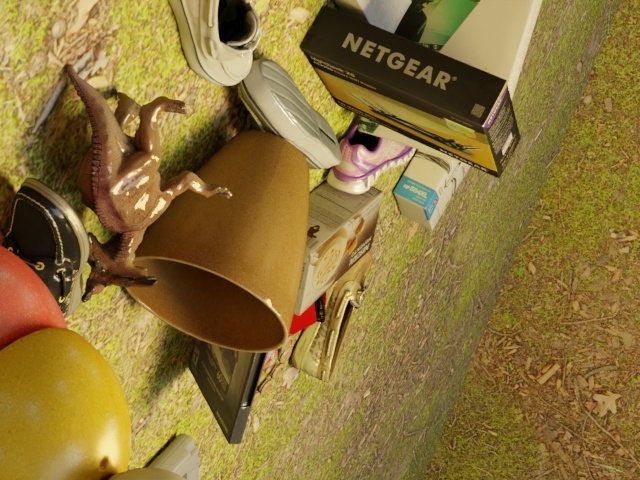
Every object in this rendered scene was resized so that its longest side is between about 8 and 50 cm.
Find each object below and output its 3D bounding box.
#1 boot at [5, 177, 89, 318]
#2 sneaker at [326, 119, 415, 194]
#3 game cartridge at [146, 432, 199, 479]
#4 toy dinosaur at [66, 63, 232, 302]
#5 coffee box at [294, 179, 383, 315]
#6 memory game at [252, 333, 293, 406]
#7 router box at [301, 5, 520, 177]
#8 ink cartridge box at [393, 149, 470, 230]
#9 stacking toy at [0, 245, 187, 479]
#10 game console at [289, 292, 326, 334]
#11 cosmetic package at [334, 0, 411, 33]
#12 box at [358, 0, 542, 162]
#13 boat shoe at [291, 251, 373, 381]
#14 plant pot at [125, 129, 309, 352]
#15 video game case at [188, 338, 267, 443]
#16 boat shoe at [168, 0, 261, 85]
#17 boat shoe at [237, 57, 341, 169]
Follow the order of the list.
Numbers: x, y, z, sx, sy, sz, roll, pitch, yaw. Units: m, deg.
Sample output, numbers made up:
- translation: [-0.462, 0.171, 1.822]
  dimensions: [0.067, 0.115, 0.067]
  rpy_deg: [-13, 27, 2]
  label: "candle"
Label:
- translation: [-0.337, 0.060, 1.245]
  dimensions: [0.178, 0.085, 0.236]
  rpy_deg: [-50, 164, -35]
  label: "boot"
- translation: [0.100, -0.178, 2.057]
  dimensions: [0.236, 0.095, 0.104]
  rpy_deg: [-42, 144, -43]
  label: "sneaker"
- translation: [-0.287, 0.486, 2.001]
  dimensions: [0.196, 0.060, 0.294]
  rpy_deg: [-50, 157, -41]
  label: "game cartridge"
- translation: [-0.227, -0.051, 1.307]
  dimensions: [0.200, 0.127, 0.296]
  rpy_deg: [-54, 150, -23]
  label: "toy dinosaur"
- translation: [0.000, 0.000, 2.015]
  dimensions: [0.246, 0.098, 0.141]
  rpy_deg: [-40, 151, -47]
  label: "coffee box"
- translation: [-0.109, 0.247, 2.176]
  dimensions: [0.186, 0.012, 0.186]
  rpy_deg: [-47, 156, -28]
  label: "memory game"
- translation: [0.145, -0.224, 1.770]
  dimensions: [0.081, 0.309, 0.243]
  rpy_deg: [-61, 160, -6]
  label: "router box"
- translation: [0.248, -0.145, 2.473]
  dimensions: [0.203, 0.086, 0.148]
  rpy_deg: [-58, 160, -9]
  label: "ink cartridge box"
- translation: [-0.273, 0.145, 0.936]
  dimensions: [0.350, 0.480, 0.350]
  rpy_deg: [-51, 157, -31]
  label: "stacking toy"
- translation: [-0.035, 0.102, 2.191]
  dimensions: [0.144, 0.085, 0.124]
  rpy_deg: [85, 6, -58]
  label: "game console"
- translation: [0.070, -0.382, 1.746]
  dimensions: [0.099, 0.060, 0.239]
  rpy_deg: [-62, 161, -7]
  label: "cosmetic package"
- translation: [0.214, -0.303, 1.902]
  dimensions: [0.058, 0.232, 0.322]
  rpy_deg: [-5, 113, -68]
  label: "box"
- translation: [0.043, 0.146, 2.332]
  dimensions: [0.285, 0.089, 0.104]
  rpy_deg: [-63, 160, 1]
  label: "boat shoe"
- translation: [-0.113, -0.017, 1.568]
  dimensions: [0.237, 0.237, 0.254]
  rpy_deg: [80, 28, -60]
  label: "plant pot"
- translation: [-0.133, 0.142, 1.758]
  dimensions: [0.026, 0.196, 0.274]
  rpy_deg: [0, 121, -28]
  label: "video game case"
- translation: [-0.117, -0.256, 1.401]
  dimensions: [0.095, 0.084, 0.258]
  rpy_deg: [-59, 160, -11]
  label: "boat shoe"
- translation: [-0.057, -0.161, 1.661]
  dimensions: [0.094, 0.109, 0.302]
  rpy_deg: [-22, 155, 13]
  label: "boat shoe"
